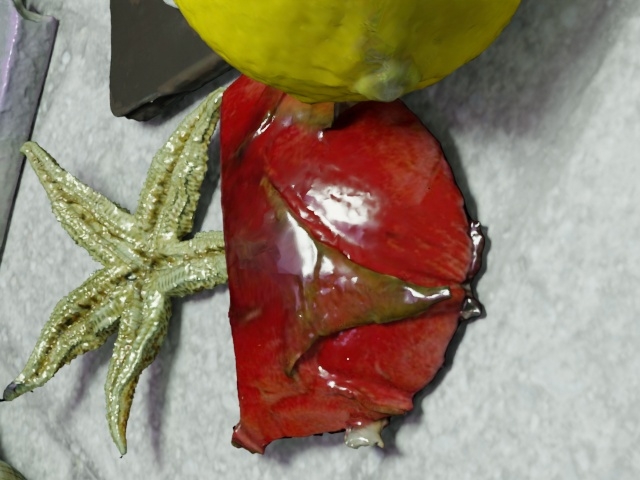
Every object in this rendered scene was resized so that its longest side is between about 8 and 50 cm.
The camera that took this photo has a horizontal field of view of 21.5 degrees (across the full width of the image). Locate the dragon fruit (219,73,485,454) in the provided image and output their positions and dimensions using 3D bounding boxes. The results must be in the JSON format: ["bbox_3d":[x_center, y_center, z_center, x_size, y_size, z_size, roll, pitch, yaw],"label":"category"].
[{"bbox_3d":[0.000,0.000,1.381,0.282,0.100,0.343,-10,79,35],"label":"dragon fruit"}]

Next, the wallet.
[{"bbox_3d":[-0.100,-0.231,1.599,0.309,0.042,0.165,-26,62,42],"label":"wallet"}]

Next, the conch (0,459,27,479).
[{"bbox_3d":[-0.400,0.252,1.735,0.169,0.203,0.386,-43,41,6],"label":"conch"}]

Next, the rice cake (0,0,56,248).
[{"bbox_3d":[-0.365,-0.080,1.852,0.070,0.064,0.399,19,97,42],"label":"rice cake"}]

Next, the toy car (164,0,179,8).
[{"bbox_3d":[-0.116,-0.229,1.565,0.093,0.025,0.041,28,101,49],"label":"toy car"}]

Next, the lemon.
[{"bbox_3d":[0.020,-0.271,1.271,0.336,0.336,0.336,-12,73,47],"label":"lemon"}]

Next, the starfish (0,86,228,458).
[{"bbox_3d":[-0.165,0.032,1.594,0.358,0.078,0.347,3,80,37],"label":"starfish"}]
